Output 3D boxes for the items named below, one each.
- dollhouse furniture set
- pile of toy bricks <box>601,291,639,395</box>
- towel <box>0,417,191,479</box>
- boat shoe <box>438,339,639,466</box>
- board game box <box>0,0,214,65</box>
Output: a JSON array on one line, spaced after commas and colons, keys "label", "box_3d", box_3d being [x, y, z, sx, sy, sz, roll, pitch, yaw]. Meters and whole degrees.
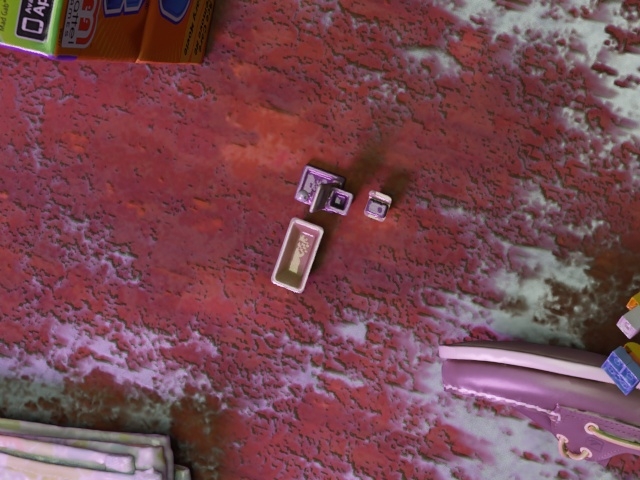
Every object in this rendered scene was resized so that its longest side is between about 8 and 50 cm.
[{"label": "dollhouse furniture set", "box_3d": [0.000, 0.000, 1.537, 0.091, 0.081, 0.114, 21, 100, 12]}, {"label": "pile of toy bricks", "box_3d": [0.330, 0.128, 1.369, 0.105, 0.118, 0.212, -32, 71, -25]}, {"label": "towel", "box_3d": [-0.295, 0.355, 1.635, 0.321, 0.090, 0.374, 6, 92, 15]}, {"label": "boat shoe", "box_3d": [0.257, 0.149, 1.470, 0.324, 0.116, 0.096, 8, 94, 8]}, {"label": "board game box", "box_3d": [-0.282, -0.359, 1.435, 0.356, 0.356, 0.356, 14, 99, 13]}]
